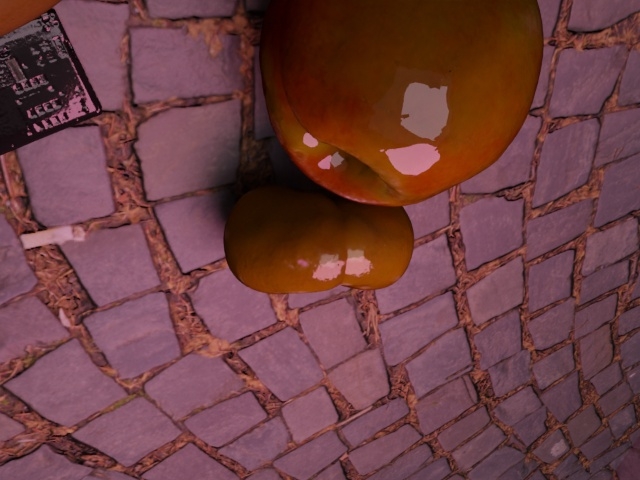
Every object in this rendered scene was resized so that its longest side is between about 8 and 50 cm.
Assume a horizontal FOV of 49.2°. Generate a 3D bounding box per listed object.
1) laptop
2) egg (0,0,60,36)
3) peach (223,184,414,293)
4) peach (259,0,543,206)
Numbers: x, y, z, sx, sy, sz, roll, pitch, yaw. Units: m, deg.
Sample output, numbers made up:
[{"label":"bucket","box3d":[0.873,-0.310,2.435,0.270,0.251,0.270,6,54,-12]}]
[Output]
[{"label":"laptop","box3d":[-0.340,-0.155,0.741,0.180,0.016,0.129,-25,131,-10]},{"label":"egg","box3d":[-0.293,-0.278,0.520,0.322,0.250,0.250,-36,133,6]},{"label":"peach","box3d":[0.000,0.000,0.897,0.251,0.251,0.153,-8,103,-25]},{"label":"peach","box3d":[0.093,-0.202,0.776,0.332,0.308,0.308,-57,134,-13]}]
